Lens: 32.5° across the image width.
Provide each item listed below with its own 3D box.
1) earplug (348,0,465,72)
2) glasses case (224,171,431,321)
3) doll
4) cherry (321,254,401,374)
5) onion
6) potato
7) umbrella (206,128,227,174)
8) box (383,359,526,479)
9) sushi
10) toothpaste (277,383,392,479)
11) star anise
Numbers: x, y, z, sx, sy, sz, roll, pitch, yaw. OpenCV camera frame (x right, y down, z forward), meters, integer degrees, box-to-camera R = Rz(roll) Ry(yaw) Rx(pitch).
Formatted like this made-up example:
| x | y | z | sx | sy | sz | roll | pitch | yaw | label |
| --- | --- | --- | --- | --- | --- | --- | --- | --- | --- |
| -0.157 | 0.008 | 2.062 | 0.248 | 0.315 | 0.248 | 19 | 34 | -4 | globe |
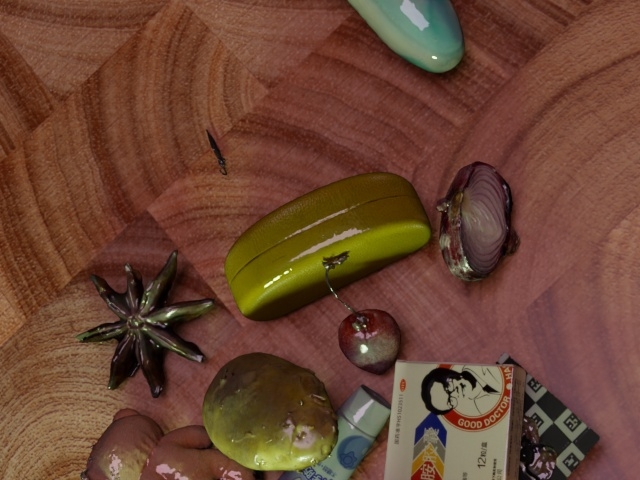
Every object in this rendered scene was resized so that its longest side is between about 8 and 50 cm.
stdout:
| x | y | z | sx | sy | sz | roll | pitch | yaw | label |
| --- | --- | --- | --- | --- | --- | --- | --- | --- | --- |
| 0.153 | -0.442 | 2.014 | 0.185 | 0.185 | 0.324 | -38 | 71 | 5 | earplug |
| 0.000 | 0.000 | 1.913 | 0.371 | 0.173 | 0.141 | -27 | 65 | 10 | glasses case |
| -0.257 | 0.418 | 1.911 | 0.303 | 0.156 | 0.201 | 19 | 38 | 6 | doll |
| 0.074 | 0.128 | 1.848 | 0.107 | 0.090 | 0.225 | -8 | 114 | 19 | cherry |
| 0.259 | -0.023 | 1.874 | 0.098 | 0.151 | 0.205 | -16 | 51 | 51 | onion |
| -0.086 | 0.289 | 1.836 | 0.296 | 0.141 | 0.191 | 16 | 72 | 45 | potato |
| -0.201 | -0.171 | 2.130 | 0.013 | 0.022 | 0.122 | -45 | 50 | 30 | umbrella |
| 0.208 | 0.372 | 1.751 | 0.214 | 0.069 | 0.353 | -1 | 73 | 32 | box |
| 0.320 | 0.321 | 1.763 | 0.215 | 0.050 | 0.192 | 43 | 100 | 34 | sushi |
| -0.013 | 0.411 | 1.851 | 0.125 | 0.080 | 0.371 | 39 | 97 | 22 | toothpaste |
| -0.327 | 0.148 | 2.029 | 0.288 | 0.088 | 0.288 | -1 | 86 | 12 | star anise |
